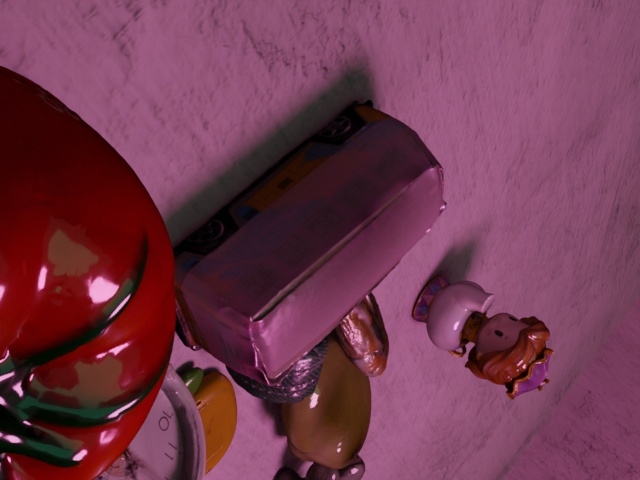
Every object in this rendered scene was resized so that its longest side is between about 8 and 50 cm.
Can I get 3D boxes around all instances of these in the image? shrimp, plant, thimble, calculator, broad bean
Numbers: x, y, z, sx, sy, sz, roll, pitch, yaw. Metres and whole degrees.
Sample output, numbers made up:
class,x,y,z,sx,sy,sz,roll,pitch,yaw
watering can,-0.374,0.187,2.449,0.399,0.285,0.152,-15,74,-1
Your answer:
class,x,y,z,sx,sy,sz,roll,pitch,yaw
shrimp,0.059,0.101,1.430,0.145,0.059,0.254,-78,149,-43
plant,-0.026,0.473,1.634,0.274,0.149,0.146,-58,168,8
thimble,-0.059,0.141,1.244,0.118,0.135,0.090,-21,135,-42
calculator,-0.171,0.256,1.297,0.146,0.032,0.235,-41,150,-27
broad bean,0.012,0.248,1.482,0.189,0.121,0.263,-51,151,-31

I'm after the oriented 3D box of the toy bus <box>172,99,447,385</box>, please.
class,x,y,z,sx,sy,sz,roll,pitch,yaw
toy bus,0.000,0.000,1.166,0.386,0.162,0.171,-42,148,-25

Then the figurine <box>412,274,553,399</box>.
class,x,y,z,sx,sy,sz,roll,pitch,yaw
figurine,0.297,0.170,1.693,0.142,0.263,0.189,-40,149,-30

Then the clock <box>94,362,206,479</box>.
class,x,y,z,sx,sy,sz,roll,pitch,yaw
clock,-0.226,0.243,1.088,0.236,0.053,0.236,24,60,-51

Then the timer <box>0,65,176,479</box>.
class,x,y,z,sx,sy,sz,roll,pitch,yaw
timer,-0.290,0.055,0.649,0.378,0.279,0.378,-36,146,-29
